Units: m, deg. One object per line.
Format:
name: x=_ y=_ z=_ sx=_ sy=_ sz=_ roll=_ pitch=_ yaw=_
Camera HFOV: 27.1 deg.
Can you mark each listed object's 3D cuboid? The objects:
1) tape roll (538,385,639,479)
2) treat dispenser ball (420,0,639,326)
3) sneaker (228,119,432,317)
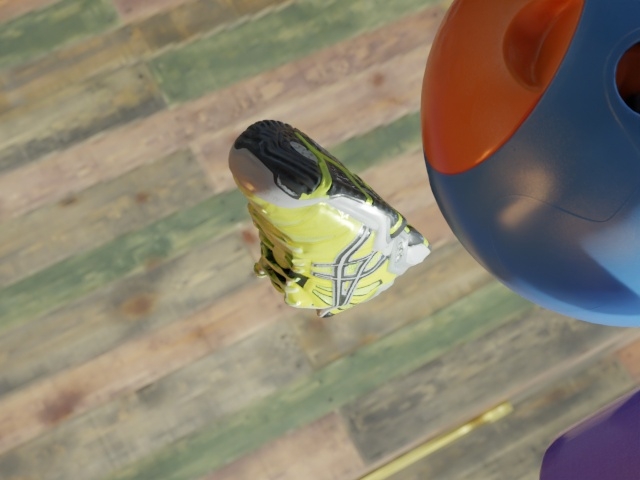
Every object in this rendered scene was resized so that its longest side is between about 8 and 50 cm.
tape roll: x=0.243 y=0.210 z=0.762 sx=0.090 sy=0.275 sz=0.275 roll=-35 pitch=165 yaw=26
treat dispenser ball: x=0.211 y=-0.085 z=0.899 sx=0.288 sy=0.288 sz=0.288 roll=-28 pitch=166 yaw=-7
sneaker: x=0.000 y=0.000 z=1.316 sx=0.147 sy=0.145 sz=0.384 roll=-47 pitch=155 yaw=3
